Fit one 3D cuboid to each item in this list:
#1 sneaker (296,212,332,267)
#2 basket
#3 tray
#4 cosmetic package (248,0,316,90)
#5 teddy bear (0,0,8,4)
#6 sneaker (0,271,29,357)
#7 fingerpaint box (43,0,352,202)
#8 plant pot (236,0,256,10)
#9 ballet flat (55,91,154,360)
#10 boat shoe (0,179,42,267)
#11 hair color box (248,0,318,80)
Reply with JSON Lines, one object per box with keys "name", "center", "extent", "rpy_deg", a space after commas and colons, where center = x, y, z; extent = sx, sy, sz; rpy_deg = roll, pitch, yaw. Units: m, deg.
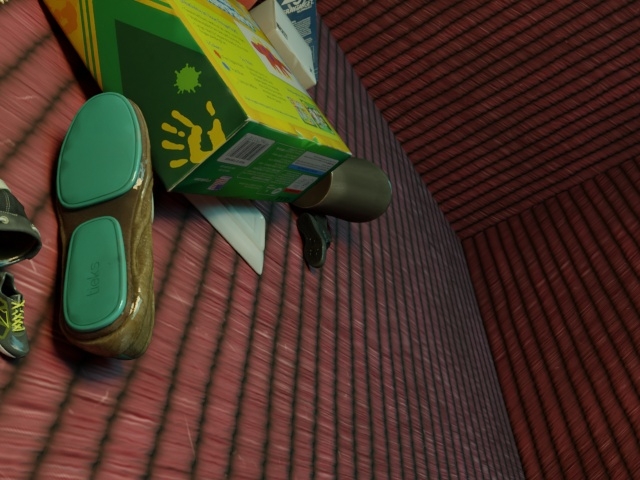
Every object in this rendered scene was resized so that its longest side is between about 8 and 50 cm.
{"name": "sneaker", "center": [-0.002, 0.002, 1.502], "extent": [0.089, 0.051, 0.170], "rpy_deg": [38, 26, -46]}
{"name": "basket", "center": [0.026, -0.126, 1.592], "extent": [0.227, 0.204, 0.154], "rpy_deg": [5, 103, -62]}
{"name": "tray", "center": [-0.167, -0.075, 1.190], "extent": [0.270, 0.030, 0.145], "rpy_deg": [50, 22, -33]}
{"name": "cosmetic package", "center": [-0.128, -0.373, 1.479], "extent": [0.151, 0.183, 0.151], "rpy_deg": [48, 23, -40]}
{"name": "teddy bear", "center": [-0.431, -0.430, 0.883], "extent": [0.245, 0.113, 0.338], "rpy_deg": [27, 46, -50]}
{"name": "sneaker", "center": [-0.284, 0.067, 0.644], "extent": [0.083, 0.035, 0.031], "rpy_deg": [63, 18, 2]}
{"name": "fingerpaint box", "center": [-0.175, -0.254, 1.136], "extent": [0.371, 0.163, 0.445], "rpy_deg": [55, 16, 10]}
{"name": "plant pot", "center": [-0.252, -0.588, 1.362], "extent": [0.243, 0.275, 0.275], "rpy_deg": [19, 46, -53]}
{"name": "ballet flat", "center": [-0.233, -0.013, 0.815], "extent": [0.124, 0.116, 0.342], "rpy_deg": [73, 2, -56]}
{"name": "boat shoe", "center": [-0.314, 0.002, 0.571], "extent": [0.079, 0.084, 0.233], "rpy_deg": [55, 16, 0]}
{"name": "hair color box", "center": [-0.094, -0.523, 1.585], "extent": [0.174, 0.105, 0.347], "rpy_deg": [47, -26, 34]}
